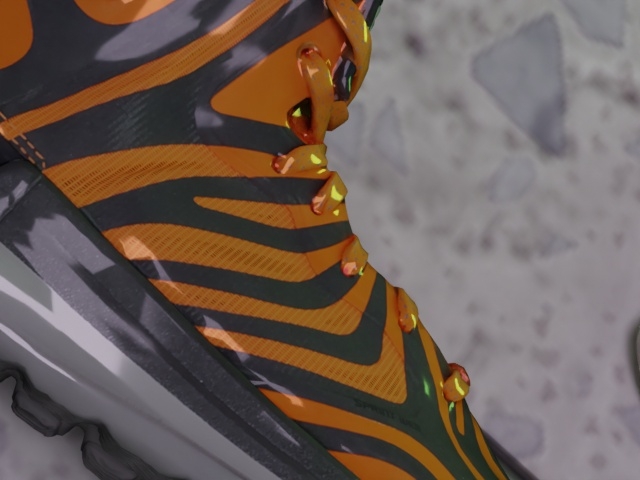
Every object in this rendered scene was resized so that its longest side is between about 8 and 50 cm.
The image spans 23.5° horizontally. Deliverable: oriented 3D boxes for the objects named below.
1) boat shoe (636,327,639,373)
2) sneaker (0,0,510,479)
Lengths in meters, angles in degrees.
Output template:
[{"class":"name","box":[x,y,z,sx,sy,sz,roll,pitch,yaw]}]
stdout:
[{"class":"boat shoe","box":[0.158,0.075,0.540,0.046,0.038,0.125,-31,91,-23]},{"class":"sneaker","box":[0.000,0.000,0.452,0.321,0.124,0.180,39,70,-9]}]
